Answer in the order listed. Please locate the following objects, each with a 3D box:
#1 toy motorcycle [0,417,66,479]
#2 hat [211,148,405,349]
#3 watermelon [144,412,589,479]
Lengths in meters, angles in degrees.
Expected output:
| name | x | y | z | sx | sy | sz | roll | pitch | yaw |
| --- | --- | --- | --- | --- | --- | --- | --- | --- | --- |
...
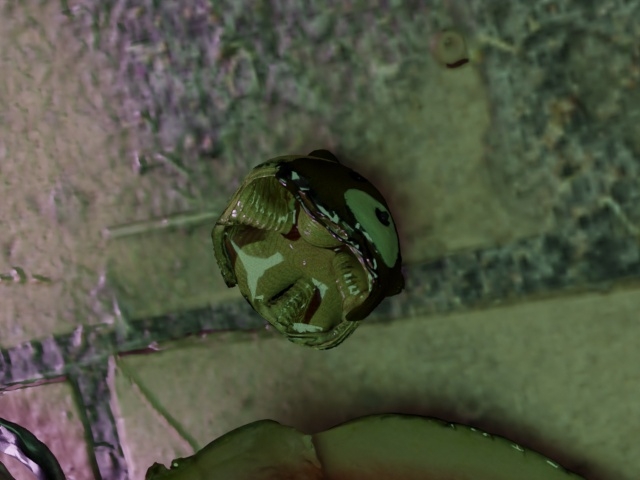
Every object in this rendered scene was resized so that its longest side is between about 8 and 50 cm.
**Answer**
| name | x | y | z | sx | sy | sz | roll | pitch | yaw |
| --- | --- | --- | --- | --- | --- | --- | --- | --- | --- |
| toy motorcycle | -0.096 | 0.220 | 0.605 | 0.340 | 0.223 | 0.108 | 36 | 138 | 11 |
| hat | 0.000 | 0.000 | 0.604 | 0.077 | 0.059 | 0.076 | 44 | 129 | 9 |
| watermelon | 0.090 | 0.161 | 0.577 | 0.303 | 0.159 | 0.128 | 38 | 86 | 20 |
